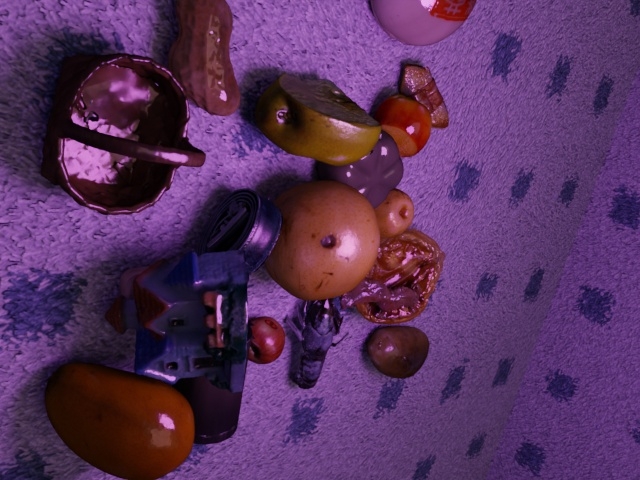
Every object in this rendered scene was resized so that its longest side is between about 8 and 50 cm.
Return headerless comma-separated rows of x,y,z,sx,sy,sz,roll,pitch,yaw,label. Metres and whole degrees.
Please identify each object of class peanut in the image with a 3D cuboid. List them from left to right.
-0.265,-0.421,1.322,0.159,0.143,0.291,-16,115,-29,peanut

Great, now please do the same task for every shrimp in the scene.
-0.013,0.315,1.929,0.221,0.166,0.411,5,102,-17,shrimp

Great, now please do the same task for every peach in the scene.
0.251,-0.350,1.832,0.190,0.190,0.193,0,113,-44,peach

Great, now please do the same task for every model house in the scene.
-0.340,0.182,1.366,0.329,0.252,0.295,2,133,-11,model house

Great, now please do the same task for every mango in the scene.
-0.488,0.433,1.427,0.378,0.221,0.264,33,118,-12,mango

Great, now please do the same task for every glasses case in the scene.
-0.412,0.105,1.504,0.196,0.050,0.083,-6,116,-42,glasses case

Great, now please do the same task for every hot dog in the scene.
0.330,-0.466,1.917,0.123,0.093,0.262,-37,117,-15,hot dog

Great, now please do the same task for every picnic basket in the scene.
-0.379,-0.202,1.190,0.293,0.337,0.337,5,106,-45,picnic basket

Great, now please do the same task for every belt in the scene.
-0.221,-0.007,1.521,0.116,0.206,0.268,32,96,-41,belt

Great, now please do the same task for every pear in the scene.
-0.034,-0.301,1.528,0.281,0.286,0.176,-4,132,-43,pear
0.000,0.000,1.641,0.348,0.348,0.349,-21,124,-36,pear
0.217,-0.092,1.940,0.178,0.178,0.178,-21,124,-36,pear

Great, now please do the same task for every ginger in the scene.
0.195,0.186,1.951,0.290,0.084,0.122,3,126,-17,ginger

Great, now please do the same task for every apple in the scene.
-0.174,0.298,1.770,0.131,0.146,0.146,-43,139,-53,apple

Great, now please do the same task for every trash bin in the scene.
-0.308,0.377,1.628,0.252,0.202,0.302,-7,114,-49,trash bin

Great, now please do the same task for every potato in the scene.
0.294,0.423,2.264,0.307,0.173,0.210,18,99,-45,potato

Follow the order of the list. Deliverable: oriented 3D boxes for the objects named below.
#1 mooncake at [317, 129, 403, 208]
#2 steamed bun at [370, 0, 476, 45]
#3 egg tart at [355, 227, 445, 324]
0.128,-0.212,1.781,0.274,0.135,0.275,-18,132,-22,mooncake
0.317,-0.742,1.660,0.374,0.241,0.375,-18,118,-38,steamed bun
0.243,0.117,2.057,0.339,0.153,0.352,14,91,-20,egg tart
